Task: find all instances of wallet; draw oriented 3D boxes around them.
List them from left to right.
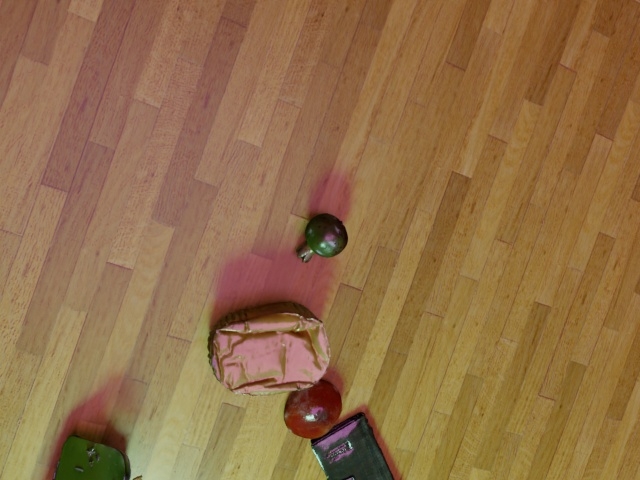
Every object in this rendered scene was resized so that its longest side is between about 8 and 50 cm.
[{"bbox_3d":[0.106,0.629,1.756,0.168,0.044,0.317,-26,103,-10],"label":"wallet"}]

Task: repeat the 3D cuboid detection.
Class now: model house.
[{"bbox_3d":[-0.494,0.609,1.498,0.154,0.206,0.294,36,62,-60],"label":"model house"}]

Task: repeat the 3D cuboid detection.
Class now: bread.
[{"bbox_3d":[-0.126,0.258,1.588,0.287,0.156,0.204,-13,93,-12],"label":"bread"}]

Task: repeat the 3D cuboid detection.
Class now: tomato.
[{"bbox_3d":[-0.014,0.435,1.672,0.139,0.091,0.159,44,86,-15],"label":"tomato"}]

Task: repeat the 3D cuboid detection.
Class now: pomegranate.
[{"bbox_3d":[0.000,0.000,1.615,0.142,0.115,0.114,-40,107,17],"label":"pomegranate"}]
